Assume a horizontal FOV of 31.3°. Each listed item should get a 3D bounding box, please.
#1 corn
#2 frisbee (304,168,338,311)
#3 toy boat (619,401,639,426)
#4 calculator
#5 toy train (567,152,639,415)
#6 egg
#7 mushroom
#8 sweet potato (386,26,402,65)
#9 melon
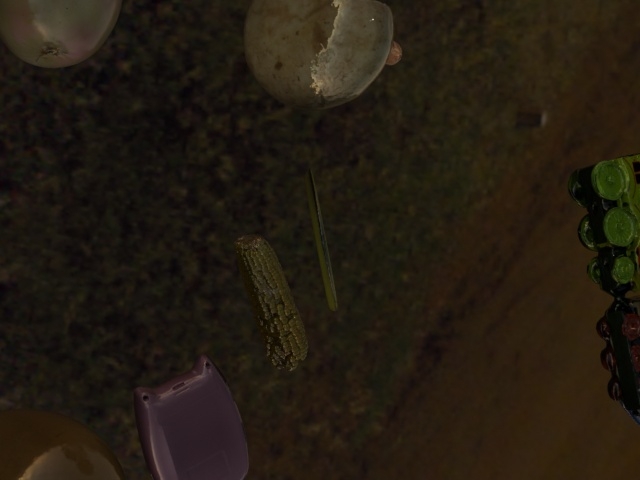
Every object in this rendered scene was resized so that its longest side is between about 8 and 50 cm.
[{"bbox_3d":[-0.096,0.127,2.278,0.097,0.097,0.320,-51,133,-46],"label":"corn"},{"bbox_3d":[0.000,0.000,1.851,0.236,0.017,0.236,169,-90,-90],"label":"frisbee"},{"bbox_3d":[0.488,0.258,1.608,0.229,0.045,0.080,36,40,-42],"label":"toy boat"},{"bbox_3d":[-0.226,0.365,2.079,0.194,0.043,0.294,-27,117,-24],"label":"calculator"},{"bbox_3d":[0.296,0.043,1.102,0.085,0.053,0.250,-9,89,-28],"label":"toy train"},{"bbox_3d":[-0.485,0.425,1.864,0.301,0.373,0.301,-6,98,-56],"label":"egg"},{"bbox_3d":[-0.008,-0.302,1.869,0.195,0.253,0.189,29,77,-64],"label":"mushroom"},{"bbox_3d":[0.118,-0.395,2.236,0.281,0.067,0.059,-93,159,-67],"label":"sweet potato"},{"bbox_3d":[-0.428,-0.427,1.857,0.223,0.223,0.317,60,21,-54],"label":"melon"}]
